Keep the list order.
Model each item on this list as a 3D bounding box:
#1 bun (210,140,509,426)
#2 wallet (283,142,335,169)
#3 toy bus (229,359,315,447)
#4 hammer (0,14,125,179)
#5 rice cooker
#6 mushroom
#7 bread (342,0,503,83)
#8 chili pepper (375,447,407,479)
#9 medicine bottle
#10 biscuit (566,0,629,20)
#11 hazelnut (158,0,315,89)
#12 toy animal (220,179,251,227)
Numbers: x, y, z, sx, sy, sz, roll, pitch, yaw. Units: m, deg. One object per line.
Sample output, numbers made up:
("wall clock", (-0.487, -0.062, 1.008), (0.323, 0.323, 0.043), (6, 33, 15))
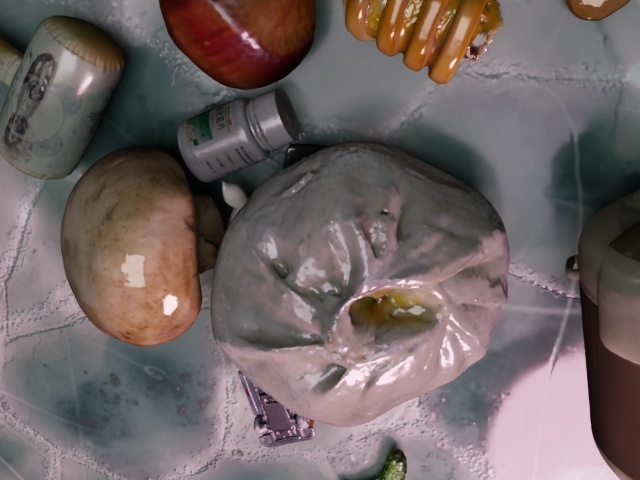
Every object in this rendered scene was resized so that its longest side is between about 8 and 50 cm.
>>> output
("bun", (0.049, 0.066, 0.925), (0.354, 0.194, 0.355), (-4, 113, -10))
("wallet", (0.000, 0.000, 1.009), (0.124, 0.025, 0.244), (1, 114, -19))
("toy bus", (-0.063, 0.184, 1.087), (0.079, 0.077, 0.174), (-13, 108, 15))
("hammer", (-0.395, -0.224, 0.980), (0.305, 0.113, 0.202), (34, 110, 2))
("rice cooker", (0.436, 0.089, 0.834), (0.335, 0.335, 0.325), (-6, 109, 12))
("mushroom", (-0.217, 0.013, 0.984), (0.255, 0.184, 0.255), (27, 127, 43))
("bread", (0.107, -0.248, 0.889), (0.177, 0.084, 0.119), (26, 113, 4))
("chili pepper", (0.085, 0.336, 1.147), (0.118, 0.035, 0.055), (-41, 87, 31))
("medicine bottle", (-0.097, -0.127, 0.971), (0.130, 0.080, 0.080), (-20, 106, 17))
("biscuit", (0.207, -0.374, 0.823), (0.339, 0.047, 0.216), (37, 108, 0))
("hazelnut", (-0.091, -0.275, 0.886), (0.170, 0.160, 0.202), (-1, 74, -2))
("toy animal", (-0.088, -0.012, 1.019), (0.071, 0.085, 0.124), (6, 99, 6))
